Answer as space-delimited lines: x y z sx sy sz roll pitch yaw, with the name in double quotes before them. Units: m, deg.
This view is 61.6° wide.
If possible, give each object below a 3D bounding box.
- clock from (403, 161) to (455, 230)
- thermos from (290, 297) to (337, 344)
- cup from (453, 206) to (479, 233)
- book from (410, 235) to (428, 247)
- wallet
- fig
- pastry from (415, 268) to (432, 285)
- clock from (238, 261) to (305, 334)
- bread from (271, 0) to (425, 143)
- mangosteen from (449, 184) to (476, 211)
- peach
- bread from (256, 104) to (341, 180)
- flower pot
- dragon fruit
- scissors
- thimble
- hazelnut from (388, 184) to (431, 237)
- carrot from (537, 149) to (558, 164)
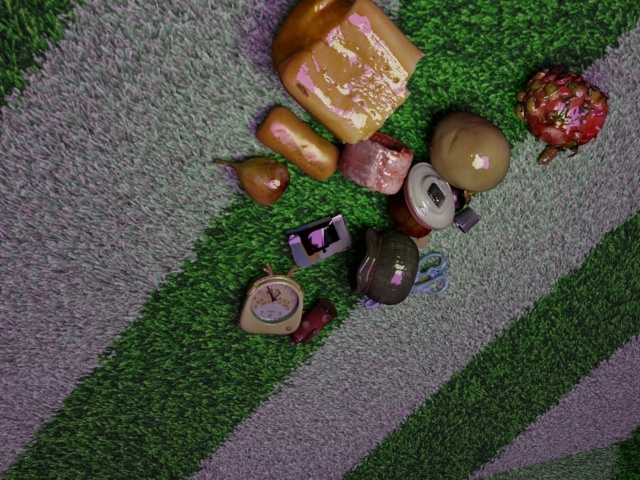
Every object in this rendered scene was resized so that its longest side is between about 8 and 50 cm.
"clock" 0.376 -0.150 1.827 0.244 0.244 0.056 32 145 -29
"thermos" -0.041 0.340 2.133 0.099 0.124 0.232 33 114 -25
"cup" 0.570 -0.077 2.096 0.077 0.078 0.100 -38 156 3
"book" 0.372 -0.002 2.110 0.111 0.014 0.077 -4 120 -14
"wallet" 0.000 0.000 1.977 0.231 0.069 0.170 -21 118 -3
"fig" -0.230 -0.214 1.763 0.257 0.159 0.159 20 114 -4
"pastry" 0.387 0.161 2.185 0.140 0.056 0.080 -11 110 -7
"clock" -0.176 0.212 2.032 0.235 0.096 0.308 7 118 -16
"bread" 0.060 -0.533 1.586 0.394 0.250 0.361 36 102 -26
"mangosteen" 0.499 -0.167 1.975 0.151 0.137 0.137 -8 124 16
"peach" 0.506 -0.304 1.817 0.247 0.292 0.292 -24 126 28
"bread" -0.063 -0.312 1.768 0.305 0.091 0.142 31 112 -28
"flower pot" 0.228 0.089 1.981 0.213 0.302 0.302 14 116 -5
"dragon fruit" 0.812 -0.451 1.839 0.291 0.250 0.269 26 103 -11
"scissors" 0.349 0.179 2.133 0.393 0.032 0.180 -23 105 -11
"thimble" 0.183 -0.269 1.777 0.239 0.239 0.162 12 115 -22
"hazelnut" 0.337 -0.103 1.940 0.178 0.204 0.178 -19 153 -10
"carrot" 0.918 -0.384 2.031 0.049 0.049 0.254 35 101 -29
